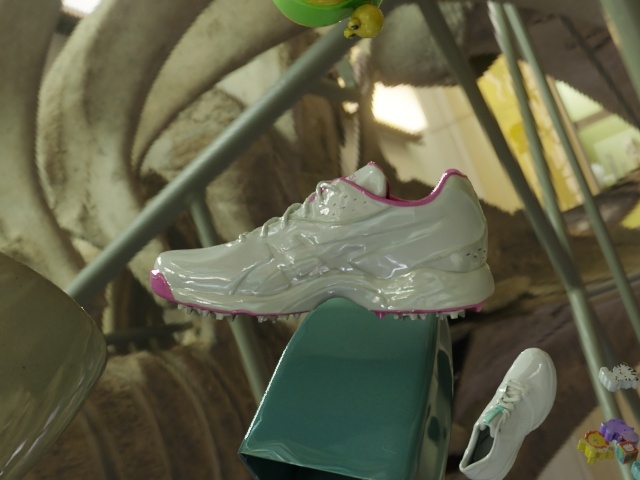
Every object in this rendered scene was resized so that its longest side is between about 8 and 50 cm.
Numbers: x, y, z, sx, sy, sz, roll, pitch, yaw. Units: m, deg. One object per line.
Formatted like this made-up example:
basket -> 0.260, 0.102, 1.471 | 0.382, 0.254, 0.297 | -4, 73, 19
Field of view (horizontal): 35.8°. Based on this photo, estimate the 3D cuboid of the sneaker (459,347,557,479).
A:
sneaker -> 0.266, 0.250, 1.420 | 0.094, 0.080, 0.212 | 25, -90, -50

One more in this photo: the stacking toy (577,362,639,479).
stacking toy -> 0.451, 0.304, 1.412 | 0.221, 0.052, 0.167 | -117, 25, -50

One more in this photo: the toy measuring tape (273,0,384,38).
toy measuring tape -> -0.046, -0.369, 1.228 | 0.330, 0.121, 0.121 | 49, -161, 8

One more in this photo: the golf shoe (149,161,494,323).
golf shoe -> 0.000, 0.000, 0.886 | 0.115, 0.306, 0.140 | -91, 0, -81

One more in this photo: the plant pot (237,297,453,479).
plant pot -> 0.051, 0.157, 1.007 | 0.165, 0.166, 0.234 | 68, -144, -52

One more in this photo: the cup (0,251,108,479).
cup -> -0.419, 0.169, 1.019 | 0.331, 0.331, 0.237 | 50, -137, -37
